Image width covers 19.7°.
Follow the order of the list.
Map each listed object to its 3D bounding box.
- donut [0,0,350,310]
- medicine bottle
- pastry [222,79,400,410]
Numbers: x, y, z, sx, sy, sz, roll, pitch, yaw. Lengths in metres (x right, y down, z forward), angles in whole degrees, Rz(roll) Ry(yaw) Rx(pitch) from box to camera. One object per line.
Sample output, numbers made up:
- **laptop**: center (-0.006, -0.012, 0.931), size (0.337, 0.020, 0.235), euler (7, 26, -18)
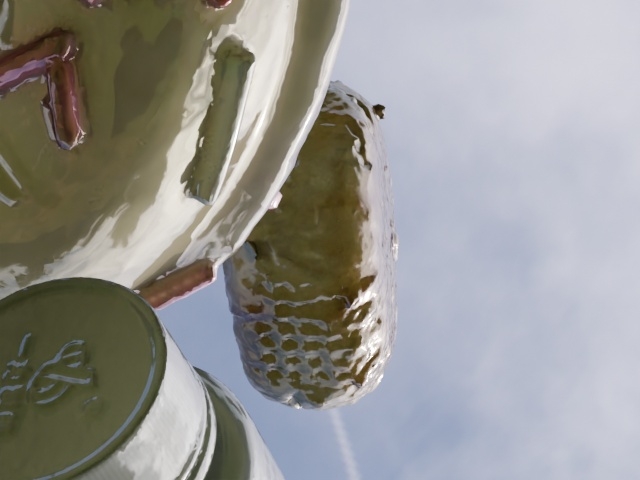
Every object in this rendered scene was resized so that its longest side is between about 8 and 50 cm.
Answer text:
- **donut**: center (-0.167, -0.126, 0.732), size (0.382, 0.142, 0.383), euler (7, -73, 23)
- **medicine bottle**: center (-0.049, 0.075, 0.486), size (0.080, 0.130, 0.080), euler (-12, -133, 13)
- **pastry**: center (0.000, 0.000, 1.088), size (0.093, 0.192, 0.182), euler (-3, -139, 8)
